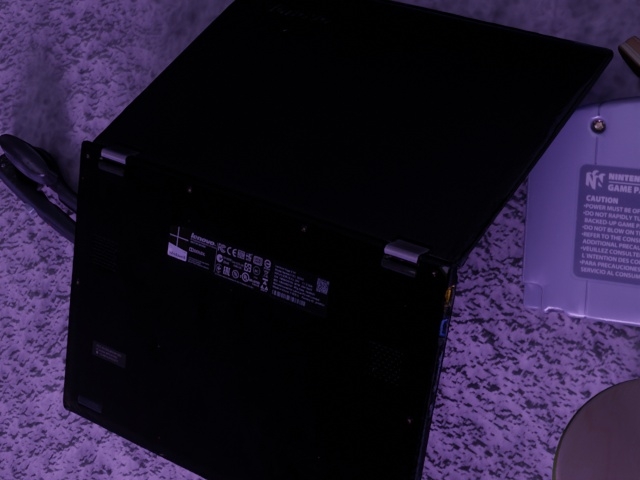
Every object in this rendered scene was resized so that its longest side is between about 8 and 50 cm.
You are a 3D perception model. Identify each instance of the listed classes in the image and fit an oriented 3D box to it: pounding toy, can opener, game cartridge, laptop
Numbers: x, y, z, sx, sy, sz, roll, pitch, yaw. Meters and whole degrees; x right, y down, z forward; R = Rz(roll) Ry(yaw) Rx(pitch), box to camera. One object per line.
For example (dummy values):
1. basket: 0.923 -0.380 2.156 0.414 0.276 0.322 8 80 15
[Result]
1. pounding toy: 0.302 0.206 1.053 0.237 0.110 0.183 -21 66 -10
2. can opener: -0.267 -0.034 1.307 0.186 0.073 0.059 44 95 9
3. game cartridge: 0.316 -0.020 1.041 0.297 0.062 0.198 8 98 27
4. laptop: 0.000 0.000 1.117 0.382 0.236 0.408 19 110 32

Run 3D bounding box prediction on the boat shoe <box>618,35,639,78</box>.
1. boat shoe: 0.317 -0.135 1.084 0.135 0.050 0.045 41 95 12
